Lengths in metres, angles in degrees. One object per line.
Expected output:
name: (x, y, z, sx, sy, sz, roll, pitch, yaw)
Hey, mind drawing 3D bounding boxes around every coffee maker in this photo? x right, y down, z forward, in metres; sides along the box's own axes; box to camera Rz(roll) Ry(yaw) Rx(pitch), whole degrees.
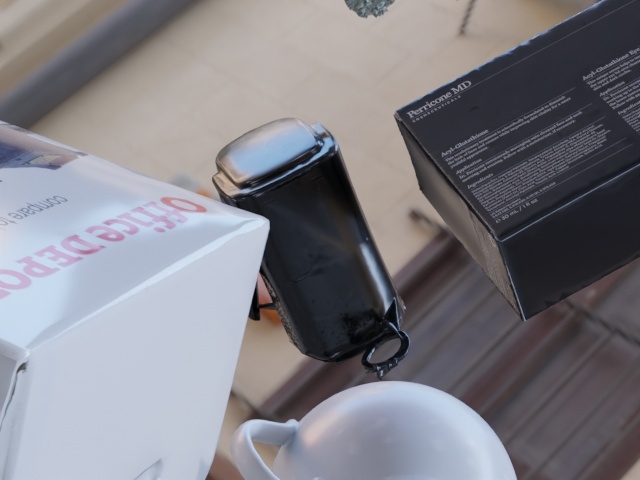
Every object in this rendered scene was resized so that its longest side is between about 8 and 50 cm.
coffee maker: (0.000, 0.000, 1.310, 0.171, 0.120, 0.178, 15, -42, 48)

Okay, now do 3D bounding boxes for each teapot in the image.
teapot: (0.065, 0.258, 1.411, 0.187, 0.256, 0.253, -94, 175, -72)

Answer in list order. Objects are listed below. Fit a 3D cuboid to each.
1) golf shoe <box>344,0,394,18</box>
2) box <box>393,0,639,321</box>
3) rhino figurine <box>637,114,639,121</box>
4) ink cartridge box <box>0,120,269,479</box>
golf shoe: (0.020, -0.274, 1.478, 0.086, 0.069, 0.176, 53, 12, 32)
box: (0.218, -0.081, 1.221, 0.184, 0.261, 0.103, 57, -7, 44)
rhino figurine: (0.262, -0.097, 1.017, 0.073, 0.243, 0.106, -21, -71, 34)
ink cartridge box: (-0.155, 0.014, 0.458, 0.237, 0.172, 0.100, 20, -73, 13)
